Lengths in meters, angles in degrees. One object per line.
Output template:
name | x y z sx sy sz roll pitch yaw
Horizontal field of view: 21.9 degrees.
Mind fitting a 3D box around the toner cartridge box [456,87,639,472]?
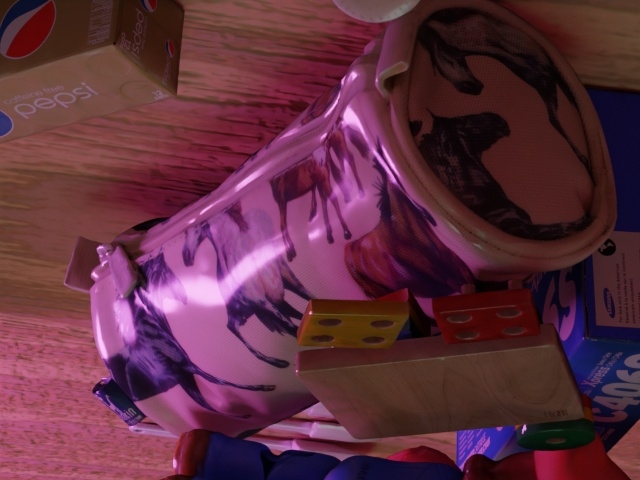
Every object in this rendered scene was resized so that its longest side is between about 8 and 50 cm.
toner cartridge box | 0.161 0.056 1.096 0.075 0.165 0.348 6 154 -5

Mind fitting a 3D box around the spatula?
spatula | -0.056 0.174 1.541 0.242 0.019 0.168 7 155 -9

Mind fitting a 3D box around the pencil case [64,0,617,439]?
pencil case | 0.000 0.000 0.998 0.183 0.160 0.410 20 150 -25

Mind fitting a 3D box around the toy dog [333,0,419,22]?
toy dog | 0.041 -0.162 0.648 0.333 0.161 0.220 -17 148 36

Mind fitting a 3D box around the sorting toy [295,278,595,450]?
sorting toy | 0.064 0.059 0.871 0.132 0.046 0.274 -7 157 13

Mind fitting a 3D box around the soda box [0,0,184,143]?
soda box | -0.167 -0.098 0.927 0.181 0.058 0.061 -11 151 28

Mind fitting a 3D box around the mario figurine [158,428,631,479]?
mario figurine | 0.060 0.208 1.028 0.320 0.198 0.170 4 145 9
